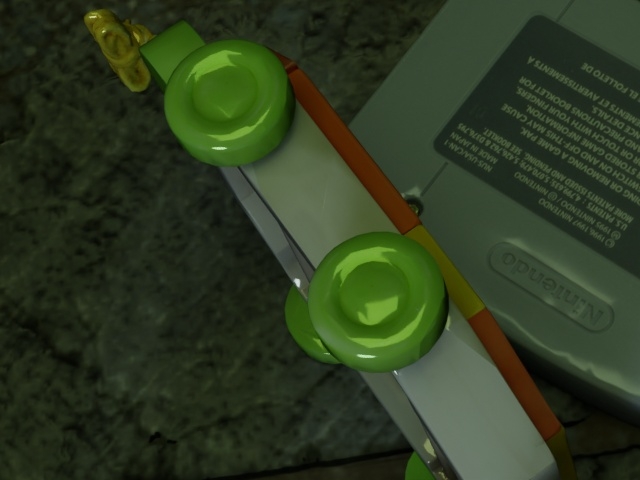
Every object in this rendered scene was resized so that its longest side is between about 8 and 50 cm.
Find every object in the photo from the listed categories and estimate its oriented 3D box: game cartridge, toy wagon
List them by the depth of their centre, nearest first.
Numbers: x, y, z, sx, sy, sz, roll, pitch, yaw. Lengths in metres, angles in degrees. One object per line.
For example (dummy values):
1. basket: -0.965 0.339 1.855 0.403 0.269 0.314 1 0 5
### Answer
1. toy wagon: 0.000 0.000 0.932 0.068 0.267 0.344 -34 64 -4
2. game cartridge: 0.160 -0.018 1.023 0.297 0.062 0.198 34 83 24
